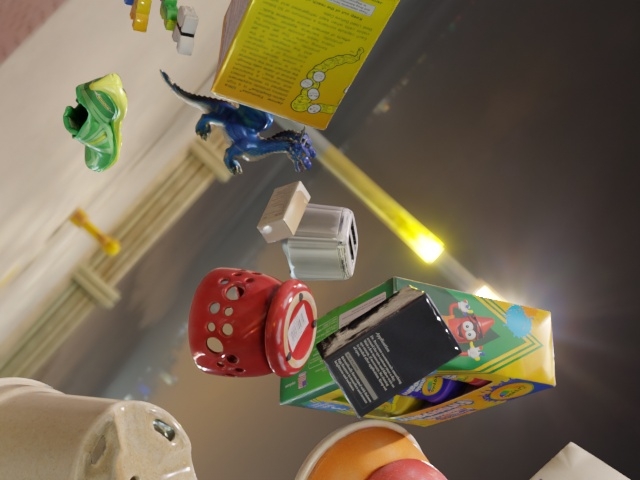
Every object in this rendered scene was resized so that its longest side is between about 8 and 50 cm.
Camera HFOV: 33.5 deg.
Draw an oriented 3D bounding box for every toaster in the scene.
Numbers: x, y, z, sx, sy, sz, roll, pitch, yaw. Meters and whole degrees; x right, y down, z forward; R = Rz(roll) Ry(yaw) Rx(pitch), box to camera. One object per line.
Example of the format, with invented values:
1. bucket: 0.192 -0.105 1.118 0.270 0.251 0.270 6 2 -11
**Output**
1. toaster: 0.000 0.000 2.352 0.227 0.146 0.129 78 19 -55

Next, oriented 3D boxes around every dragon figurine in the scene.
1. dragon figurine: -0.133 -0.209 1.802 0.144 0.289 0.085 -41 178 9

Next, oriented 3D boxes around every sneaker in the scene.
1. sneaker: -0.478 -0.248 2.227 0.123 0.109 0.295 -9 152 -20

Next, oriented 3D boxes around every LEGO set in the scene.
1. LEGO set: -0.230 -0.359 1.505 0.227 0.087 0.093 -115 -142 -50

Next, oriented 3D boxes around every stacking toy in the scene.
1. stacking toy: 0.189 0.569 2.044 0.350 0.350 0.480 -49 -149 -16

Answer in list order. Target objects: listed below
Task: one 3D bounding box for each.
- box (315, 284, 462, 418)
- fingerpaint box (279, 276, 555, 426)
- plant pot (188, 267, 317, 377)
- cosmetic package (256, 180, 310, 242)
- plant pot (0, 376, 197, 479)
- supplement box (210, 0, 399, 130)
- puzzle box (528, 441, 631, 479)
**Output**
1. box: 0.085 0.141 1.394 0.158 0.093 0.156 -32 -177 -3
2. fingerpaint box: 0.182 0.242 2.131 0.445 0.371 0.163 -32 -129 54
3. plant pot: -0.109 0.148 1.837 0.191 0.174 0.191 6 90 -67
4. cosmetic package: -0.065 -0.051 1.899 0.060 0.041 0.115 -15 -147 31
5. plant pot: -0.359 0.351 1.542 0.305 0.334 0.334 -13 -154 39
6. supplement box: -0.009 -0.370 1.578 0.356 0.195 0.194 123 -22 -46
7. puzzle box: 0.476 0.510 1.668 0.272 0.409 0.052 -32 137 -31
